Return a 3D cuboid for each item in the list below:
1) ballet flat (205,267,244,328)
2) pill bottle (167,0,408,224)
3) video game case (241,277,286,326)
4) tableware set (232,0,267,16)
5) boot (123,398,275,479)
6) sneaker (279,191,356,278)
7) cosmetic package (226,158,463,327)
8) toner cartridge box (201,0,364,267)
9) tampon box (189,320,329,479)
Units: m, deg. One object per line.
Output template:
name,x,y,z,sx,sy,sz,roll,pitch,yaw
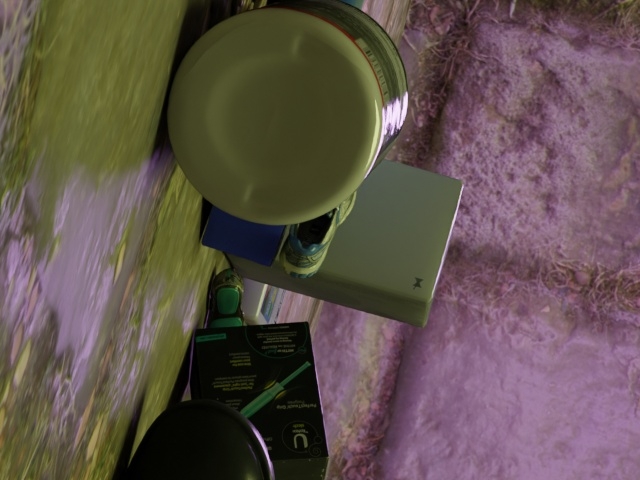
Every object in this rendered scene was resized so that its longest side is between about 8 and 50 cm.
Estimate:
ballet flat,-0.098,0.069,2.022,0.114,0.041,0.041,102,5,-50
pill bottle,-0.016,-0.111,1.543,0.283,0.161,0.161,-50,155,-77
video game case,-0.040,-0.047,2.414,0.300,0.036,0.329,78,28,-82
tableware set,-0.056,-0.201,1.703,0.169,0.020,0.141,101,6,-47
boot,-0.157,0.317,1.521,0.445,0.146,0.367,9,94,-82
sneaker,0.003,-0.032,1.810,0.058,0.052,0.135,104,3,-64
cosmetic package,0.024,-0.012,2.060,0.225,0.224,0.138,78,27,-82
toner cartridge box,-0.019,-0.162,1.850,0.165,0.075,0.348,114,-6,-56
tampon box,-0.064,0.178,1.954,0.101,0.120,0.161,99,-15,-54
